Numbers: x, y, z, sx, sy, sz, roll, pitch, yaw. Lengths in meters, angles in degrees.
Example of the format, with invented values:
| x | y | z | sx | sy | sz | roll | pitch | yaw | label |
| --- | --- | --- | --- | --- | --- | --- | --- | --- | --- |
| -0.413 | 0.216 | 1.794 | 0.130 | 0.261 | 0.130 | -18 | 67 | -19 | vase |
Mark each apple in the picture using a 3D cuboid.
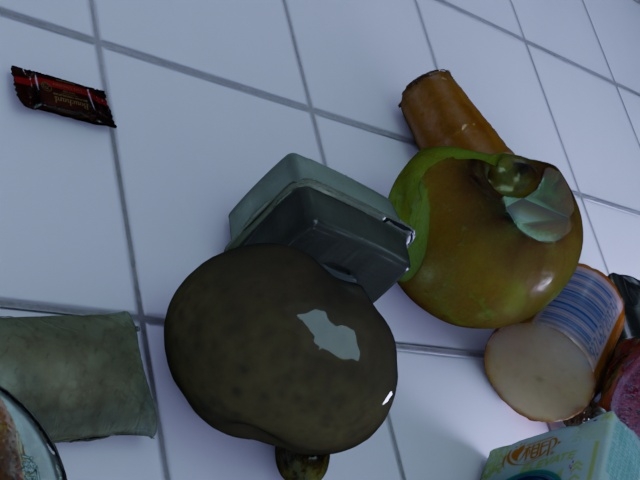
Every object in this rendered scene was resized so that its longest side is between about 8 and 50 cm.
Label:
| x | y | z | sx | sy | sz | roll | pitch | yaw | label |
| --- | --- | --- | --- | --- | --- | --- | --- | --- | --- |
| 0.300 | -0.027 | 1.981 | 0.384 | 0.374 | 0.374 | 54 | 36 | 11 | apple |

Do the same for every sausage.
| x | y | z | sx | sy | sz | roll | pitch | yaw | label |
| --- | --- | --- | --- | --- | --- | --- | --- | --- | --- |
| 0.480 | 0.199 | 2.149 | 0.233 | 0.233 | 0.287 | 52 | 37 | -6 | sausage |

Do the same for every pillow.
| x | y | z | sx | sy | sz | roll | pitch | yaw | label |
| --- | --- | --- | --- | --- | --- | --- | --- | --- | --- |
| -0.342 | 0.179 | 1.367 | 0.302 | 0.075 | 0.185 | 3 | 64 | -46 | pillow |

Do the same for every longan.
| x | y | z | sx | sy | sz | roll | pitch | yaw | label |
| --- | --- | --- | --- | --- | --- | --- | --- | --- | --- |
| -0.056 | 0.160 | 1.518 | 0.350 | 0.288 | 0.288 | 27 | 39 | 5 | longan |

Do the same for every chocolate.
| x | y | z | sx | sy | sz | roll | pitch | yaw | label |
| --- | --- | --- | --- | --- | --- | --- | --- | --- | --- |
| -0.396 | -0.218 | 1.633 | 0.182 | 0.028 | 0.086 | 6 | 53 | -47 | chocolate |

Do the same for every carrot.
| x | y | z | sx | sy | sz | roll | pitch | yaw | label |
| --- | --- | --- | --- | --- | --- | --- | --- | --- | --- |
| 0.279 | -0.221 | 2.300 | 0.196 | 0.196 | 0.254 | -7 | 58 | -50 | carrot |

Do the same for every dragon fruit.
| x | y | z | sx | sy | sz | roll | pitch | yaw | label |
| --- | --- | --- | --- | --- | --- | --- | --- | --- | --- |
| 0.669 | 0.336 | 2.059 | 0.314 | 0.296 | 0.263 | 32 | -3 | 1 | dragon fruit |

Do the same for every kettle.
| x | y | z | sx | sy | sz | roll | pitch | yaw | label |
| --- | --- | --- | --- | --- | --- | --- | --- | --- | --- |
| 0.704 | 0.246 | 2.405 | 0.321 | 0.228 | 0.324 | 58 | 23 | -47 | kettle |

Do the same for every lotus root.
| x | y | z | sx | sy | sz | roll | pitch | yaw | label |
| --- | --- | --- | --- | --- | --- | --- | --- | --- | --- |
| -0.024 | 0.306 | 1.626 | 0.089 | 0.080 | 0.179 | 34 | 41 | -27 | lotus root |

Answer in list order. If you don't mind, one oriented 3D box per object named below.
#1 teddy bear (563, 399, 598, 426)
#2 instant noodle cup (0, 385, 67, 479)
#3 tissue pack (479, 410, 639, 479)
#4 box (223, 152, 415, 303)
| x | y | z | sx | sy | sz | roll | pitch | yaw | label |
| --- | --- | --- | --- | --- | --- | --- | --- | --- | --- |
| 0.588 | 0.423 | 2.197 | 0.251 | 0.129 | 0.182 | 44 | 0 | 8 | teddy bear |
| -0.433 | 0.291 | 1.067 | 0.296 | 0.214 | 0.297 | 28 | 46 | -33 | instant noodle cup |
| 0.386 | 0.494 | 1.784 | 0.162 | 0.287 | 0.388 | 52 | 37 | -15 | tissue pack |
| 0.000 | 0.000 | 1.765 | 0.290 | 0.220 | 0.166 | 23 | 35 | -37 | box |
